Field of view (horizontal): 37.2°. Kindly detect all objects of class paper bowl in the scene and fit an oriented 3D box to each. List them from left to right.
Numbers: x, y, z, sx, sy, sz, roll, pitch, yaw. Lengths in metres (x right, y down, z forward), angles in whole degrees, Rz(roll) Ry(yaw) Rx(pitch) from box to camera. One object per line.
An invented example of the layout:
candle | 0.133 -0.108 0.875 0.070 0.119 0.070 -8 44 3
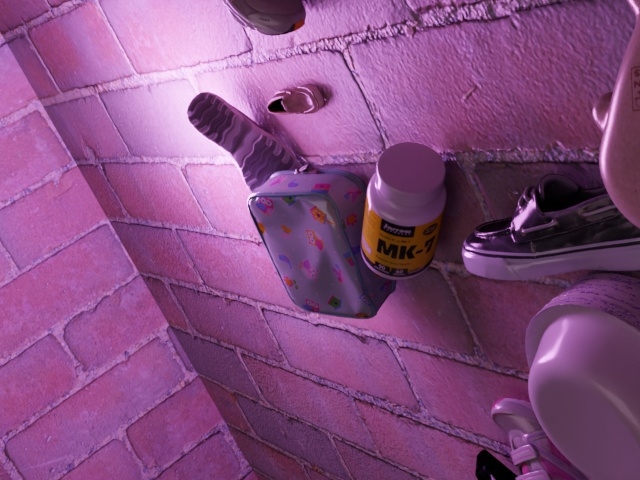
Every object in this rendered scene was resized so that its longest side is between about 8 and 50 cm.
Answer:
paper bowl | 0.363 0.184 1.124 0.284 0.148 0.284 42 152 29

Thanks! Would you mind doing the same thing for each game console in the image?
game console | 0.413 0.505 1.628 0.361 0.044 0.213 40 -176 2

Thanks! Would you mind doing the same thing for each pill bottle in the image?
pill bottle | 0.125 -0.043 1.428 0.119 0.119 0.209 42 153 25

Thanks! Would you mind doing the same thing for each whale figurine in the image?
whale figurine | 0.362 -0.138 0.912 0.216 0.141 0.272 -3 95 61

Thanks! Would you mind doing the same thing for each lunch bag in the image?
lunch bag | 0.000 0.000 1.670 0.224 0.108 0.279 4 126 41

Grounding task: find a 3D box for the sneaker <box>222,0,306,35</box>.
sneaker | -0.114 -0.420 1.411 0.262 0.099 0.121 47 150 12

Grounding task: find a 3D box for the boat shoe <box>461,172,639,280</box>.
boat shoe | 0.300 -0.028 1.168 0.335 0.121 0.119 -9 107 51

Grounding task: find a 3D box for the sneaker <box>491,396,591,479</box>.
sneaker | 0.361 0.365 1.534 0.252 0.111 0.103 47 154 16

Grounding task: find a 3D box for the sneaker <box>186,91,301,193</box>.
sneaker | -0.120 -0.172 1.769 0.281 0.105 0.115 48 -168 1

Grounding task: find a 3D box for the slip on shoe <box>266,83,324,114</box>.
slip on shoe | -0.044 -0.231 1.583 0.135 0.041 0.051 15 134 55
